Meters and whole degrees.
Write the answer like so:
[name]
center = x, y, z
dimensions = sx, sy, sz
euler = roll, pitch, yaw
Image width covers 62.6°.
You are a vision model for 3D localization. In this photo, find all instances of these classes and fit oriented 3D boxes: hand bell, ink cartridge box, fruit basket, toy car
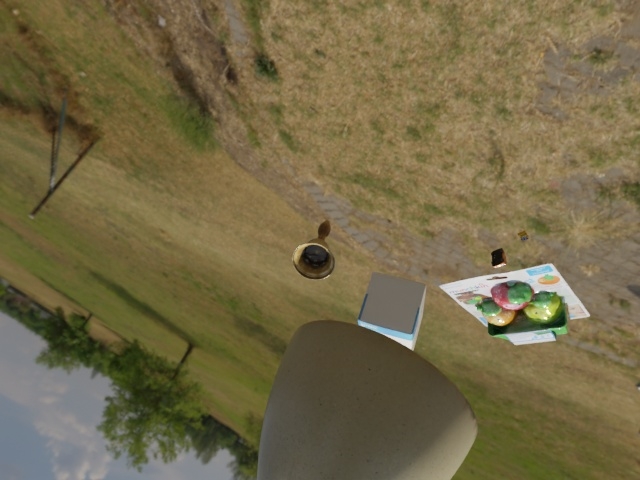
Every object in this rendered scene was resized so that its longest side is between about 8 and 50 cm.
[hand bell]
center = 0.000, 0.000, 1.598
dimensions = 0.126, 0.242, 0.126
euler = 5, 121, 8
[ink cartridge box]
center = 0.262, 0.277, 1.912
dimensions = 0.197, 0.198, 0.270
euler = 13, 152, 16
[fruit basket]
center = 0.573, 0.187, 1.547
dimensions = 0.327, 0.166, 0.353
euler = -16, 147, 35
[toy car]
center = 0.517, 0.032, 1.418
dimensions = 0.122, 0.060, 0.040
euler = -38, 120, 23

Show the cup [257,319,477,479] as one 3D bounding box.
[cup]
center = 0.038, 0.320, 0.797
dimensions = 0.331, 0.237, 0.331
euler = 24, 144, 19
